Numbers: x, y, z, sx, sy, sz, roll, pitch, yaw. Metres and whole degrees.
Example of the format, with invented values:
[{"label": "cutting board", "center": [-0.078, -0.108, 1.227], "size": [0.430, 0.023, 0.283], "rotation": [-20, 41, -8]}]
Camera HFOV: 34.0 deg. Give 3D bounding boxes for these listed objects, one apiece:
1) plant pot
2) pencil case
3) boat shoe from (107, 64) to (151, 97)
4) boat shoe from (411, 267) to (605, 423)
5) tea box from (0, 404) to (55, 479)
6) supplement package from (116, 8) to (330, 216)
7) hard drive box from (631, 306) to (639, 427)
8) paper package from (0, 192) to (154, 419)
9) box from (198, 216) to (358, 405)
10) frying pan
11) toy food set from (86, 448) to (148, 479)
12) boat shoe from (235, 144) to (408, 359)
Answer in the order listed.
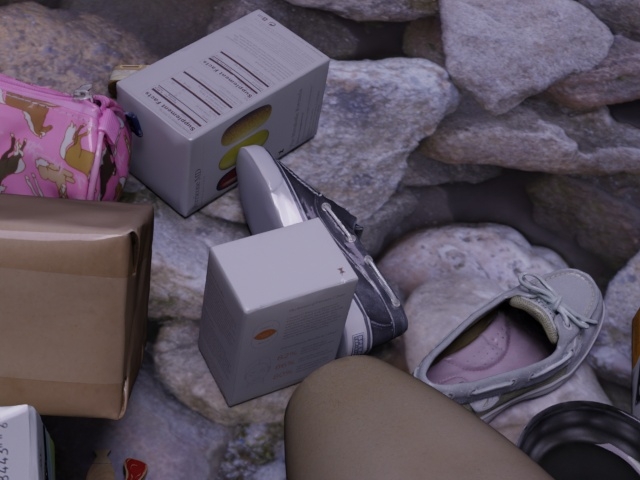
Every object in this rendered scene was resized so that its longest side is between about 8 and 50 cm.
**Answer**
[{"label": "plant pot", "center": [0.075, 0.238, 0.965], "size": [0.256, 0.256, 0.274], "rotation": [-10, 35, -20]}, {"label": "pencil case", "center": [-0.412, -0.132, 1.211], "size": [0.386, 0.160, 0.167], "rotation": [15, 82, 5]}, {"label": "boat shoe", "center": [-0.219, -0.219, 1.418], "size": [0.135, 0.050, 0.045], "rotation": [3, 54, -10]}, {"label": "boat shoe", "center": [0.214, 0.115, 1.172], "size": [0.320, 0.103, 0.118], "rotation": [-27, 59, -30]}, {"label": "tea box", "center": [-0.286, 0.292, 0.694], "size": [0.220, 0.323, 0.329], "rotation": [-1, 76, -14]}, {"label": "supplement package", "center": [-0.124, -0.165, 1.329], "size": [0.134, 0.139, 0.244], "rotation": [38, 53, 22]}, {"label": "hard drive box", "center": [0.425, 0.094, 1.147], "size": [0.089, 0.232, 0.181], "rotation": [15, 47, 1]}, {"label": "paper package", "center": [-0.329, 0.043, 0.989], "size": [0.325, 0.168, 0.309], "rotation": [4, 7, -6]}, {"label": "box", "center": [-0.049, 0.076, 1.106], "size": [0.130, 0.170, 0.091], "rotation": [-15, 53, -25]}, {"label": "frying pan", "center": [0.341, 0.296, 1.072], "size": [0.326, 0.053, 0.197], "rotation": [39, 52, 20]}, {"label": "toy food set", "center": [-0.193, 0.259, 1.017], "size": [0.078, 0.019, 0.122], "rotation": [7, 40, -6]}, {"label": "boat shoe", "center": [0.000, 0.000, 1.230], "size": [0.102, 0.108, 0.301], "rotation": [-19, 57, -26]}]
